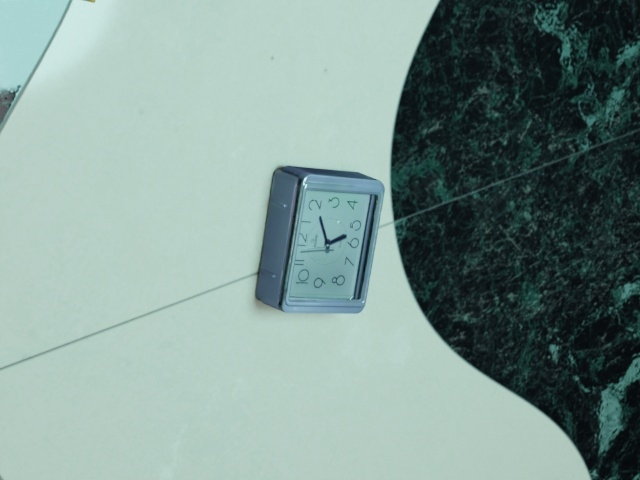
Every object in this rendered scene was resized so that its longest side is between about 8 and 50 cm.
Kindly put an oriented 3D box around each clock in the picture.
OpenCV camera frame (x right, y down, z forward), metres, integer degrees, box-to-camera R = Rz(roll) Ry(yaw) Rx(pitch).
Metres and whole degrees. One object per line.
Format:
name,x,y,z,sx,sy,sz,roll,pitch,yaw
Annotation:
clock,-0.001,0.000,2.013,0.145,0.073,0.193,2,102,-35

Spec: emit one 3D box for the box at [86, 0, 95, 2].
box,-0.354,-0.400,1.666,0.274,0.076,0.174,20,89,-36
